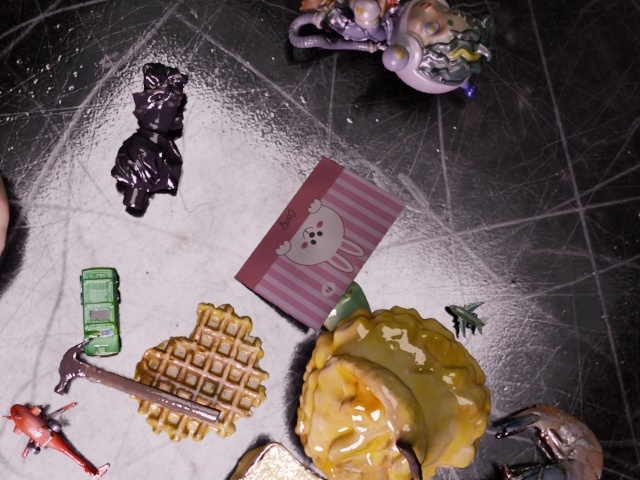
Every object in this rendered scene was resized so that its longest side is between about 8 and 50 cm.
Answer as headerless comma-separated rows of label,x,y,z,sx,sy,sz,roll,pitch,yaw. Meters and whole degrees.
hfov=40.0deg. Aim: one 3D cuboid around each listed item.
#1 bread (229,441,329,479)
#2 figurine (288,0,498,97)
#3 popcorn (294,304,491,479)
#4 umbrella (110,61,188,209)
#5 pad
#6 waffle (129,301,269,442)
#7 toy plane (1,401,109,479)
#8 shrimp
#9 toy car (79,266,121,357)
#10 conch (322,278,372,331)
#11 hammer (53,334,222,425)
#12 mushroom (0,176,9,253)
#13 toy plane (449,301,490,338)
bread,-0.031,0.472,1.553,0.266,0.142,0.178,40,109,-5
figurine,0.157,-0.418,1.700,0.382,0.186,0.261,29,67,2
popcorn,0.127,0.291,1.495,0.349,0.381,0.348,0,106,-2
umbrella,-0.310,-0.190,1.629,0.110,0.122,0.272,7,82,36
pad,0.000,0.000,1.656,0.202,0.005,0.299,32,77,21
waffle,-0.223,0.240,1.597,0.253,0.056,0.248,-10,83,-8
toy plane,-0.467,0.359,1.535,0.126,0.077,0.194,-28,96,-3
shrimp,0.403,0.406,1.666,0.289,0.075,0.178,-11,75,-10
toy car,-0.397,0.127,1.583,0.071,0.062,0.165,-3,82,-10
conch,0.053,0.149,1.650,0.106,0.079,0.170,-33,95,3
hammer,-0.315,0.262,1.541,0.297,0.027,0.125,21,95,2
mushroom,-0.709,-0.065,1.459,0.353,0.353,0.325,14,48,-7
toy plane,0.285,0.148,1.704,0.083,0.033,0.080,29,79,4
